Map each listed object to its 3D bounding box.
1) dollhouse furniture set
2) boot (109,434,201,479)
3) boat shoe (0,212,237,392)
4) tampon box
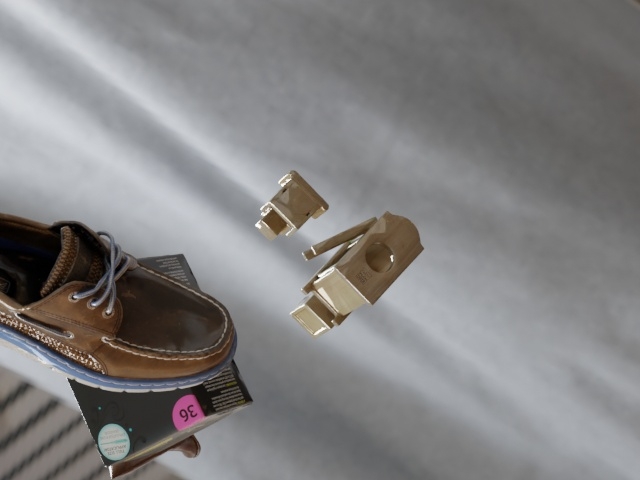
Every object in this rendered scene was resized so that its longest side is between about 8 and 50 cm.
[{"bbox_3d":[0.000,0.000,1.970,0.101,0.161,0.182,-46,5,-24],"label":"dollhouse furniture set"},{"bbox_3d":[-0.195,0.247,2.079,0.114,0.106,0.037,-32,60,-19],"label":"boot"},{"bbox_3d":[-0.127,0.027,0.912,0.066,0.183,0.066,117,163,-55],"label":"boat shoe"},{"bbox_3d":[-0.163,0.110,1.683,0.120,0.101,0.161,-30,81,24],"label":"tampon box"}]
